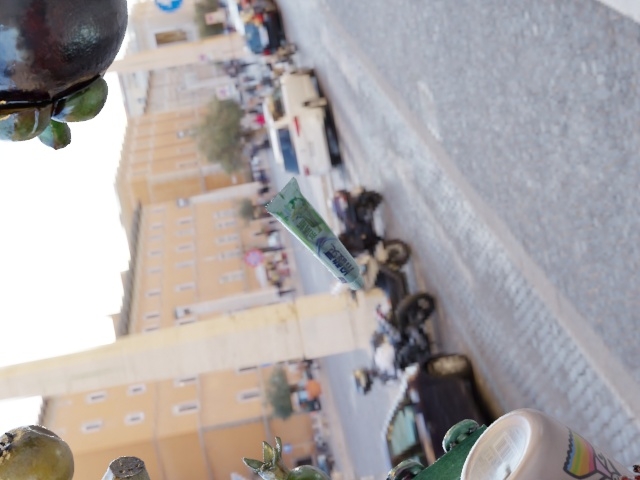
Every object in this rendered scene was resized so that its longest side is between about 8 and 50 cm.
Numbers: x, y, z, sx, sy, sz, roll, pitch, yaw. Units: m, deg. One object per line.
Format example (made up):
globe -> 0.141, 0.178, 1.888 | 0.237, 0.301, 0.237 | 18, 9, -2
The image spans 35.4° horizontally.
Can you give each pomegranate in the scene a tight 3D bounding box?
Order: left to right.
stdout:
pomegranate -> -0.057, 0.490, 1.970 | 0.220, 0.156, 0.156 | 59, 172, 13

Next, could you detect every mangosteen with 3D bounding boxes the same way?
mangosteen -> -0.403, -0.284, 1.333 | 0.300, 0.300, 0.300 | 170, 90, -86

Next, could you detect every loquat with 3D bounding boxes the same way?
loquat -> -0.665, 0.516, 2.292 | 0.213, 0.213, 0.213 | 170, 90, -86

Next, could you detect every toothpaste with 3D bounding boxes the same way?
toothpaste -> 0.000, 0.000, 1.789 | 0.048, 0.075, 0.297 | 31, 167, 44

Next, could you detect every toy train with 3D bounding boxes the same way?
toy train -> 0.264, 0.490, 1.946 | 0.150, 0.304, 0.221 | 46, 167, 48

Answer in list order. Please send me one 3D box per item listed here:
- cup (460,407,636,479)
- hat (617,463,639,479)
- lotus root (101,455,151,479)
cup -> 0.310, 0.371, 1.374 | 0.191, 0.200, 0.253 | -42, 18, 36
hat -> 0.443, 0.393, 1.261 | 0.140, 0.128, 0.228 | -3, 85, 48
lotus root -> -0.237, 0.390, 1.189 | 0.110, 0.097, 0.259 | 8, 89, 64
